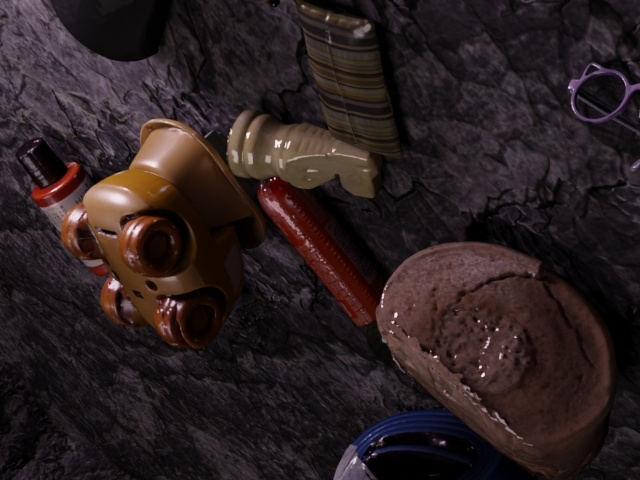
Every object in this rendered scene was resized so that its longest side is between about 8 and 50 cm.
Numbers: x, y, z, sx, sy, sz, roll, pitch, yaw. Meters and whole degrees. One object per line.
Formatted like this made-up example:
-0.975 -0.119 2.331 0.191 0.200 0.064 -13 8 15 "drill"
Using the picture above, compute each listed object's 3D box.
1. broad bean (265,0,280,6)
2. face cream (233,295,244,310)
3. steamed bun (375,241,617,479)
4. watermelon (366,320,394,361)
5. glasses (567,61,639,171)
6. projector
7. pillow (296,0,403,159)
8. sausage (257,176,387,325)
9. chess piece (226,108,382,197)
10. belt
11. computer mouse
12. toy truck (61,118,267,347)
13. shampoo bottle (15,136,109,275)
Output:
-0.070 -0.325 1.155 0.070 0.048 0.214 28 150 26 "broad bean"
-0.246 0.022 1.906 0.274 0.096 0.154 54 157 4 "face cream"
0.222 0.126 1.301 0.301 0.199 0.251 39 172 25 "steamed bun"
0.106 0.136 1.595 0.078 0.078 0.111 36 154 12 "watermelon"
0.304 -0.104 1.009 0.140 0.063 0.104 18 167 40 "glasses"
-0.152 -0.090 1.616 0.115 0.061 0.147 47 154 -7 "projector"
0.034 -0.179 1.249 0.113 0.038 0.203 23 148 34 "pillow"
0.000 0.000 1.530 0.274 0.074 0.074 51 153 -20 "sausage"
-0.014 -0.106 1.395 0.200 0.090 0.090 14 144 25 "chess piece"
0.175 0.376 1.716 0.347 0.212 0.117 -8 127 52 "belt"
-0.277 -0.316 1.398 0.170 0.100 0.269 39 154 1 "computer mouse"
-0.214 0.000 1.534 0.204 0.211 0.288 12 138 45 "toy truck"
-0.451 -0.067 2.011 0.104 0.104 0.278 7 138 50 "shampoo bottle"
